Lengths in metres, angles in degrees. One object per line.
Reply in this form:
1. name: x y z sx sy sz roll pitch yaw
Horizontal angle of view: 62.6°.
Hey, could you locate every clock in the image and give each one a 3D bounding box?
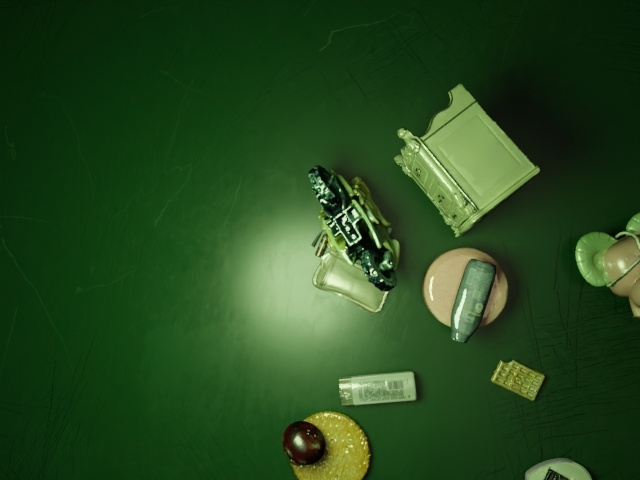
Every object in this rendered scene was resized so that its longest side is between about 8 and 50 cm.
1. clock: 0.673 0.717 1.506 0.172 0.064 0.198 29 89 6

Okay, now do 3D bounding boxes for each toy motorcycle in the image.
1. toy motorcycle: 0.108 -0.041 1.529 0.169 0.237 0.410 -34 82 18

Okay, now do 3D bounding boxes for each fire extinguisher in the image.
1. fire extinguisher: 0.002 0.001 1.643 0.046 0.032 0.100 21 89 41

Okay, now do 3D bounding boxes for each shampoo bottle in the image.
1. shampoo bottle: 0.423 0.171 1.475 0.087 0.049 0.233 17 88 6
2. shampoo bottle: 0.170 0.445 1.580 0.228 0.056 0.086 -7 88 6

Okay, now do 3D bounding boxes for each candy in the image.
1. candy: 0.430 0.142 1.550 0.256 0.094 0.255 0 86 6

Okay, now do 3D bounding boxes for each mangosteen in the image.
1. mangosteen: -0.055 0.600 1.536 0.140 0.140 0.140 0 87 6

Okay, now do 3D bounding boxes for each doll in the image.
1. doll: 0.879 0.066 1.448 0.284 0.216 0.268 -25 78 6

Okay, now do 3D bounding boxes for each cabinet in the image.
1. cabinet: 0.387 -0.210 1.479 0.227 0.290 0.318 -39 81 1

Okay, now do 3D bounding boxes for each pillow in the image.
1. pillow: 0.095 0.126 1.616 0.233 0.038 0.130 24 87 6

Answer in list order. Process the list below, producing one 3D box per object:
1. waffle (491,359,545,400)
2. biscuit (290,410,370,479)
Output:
1. waffle: 0.584 0.406 1.555 0.135 0.021 0.092 26 91 6
2. biscuit: 0.027 0.644 1.593 0.254 0.035 0.253 -1 86 8
